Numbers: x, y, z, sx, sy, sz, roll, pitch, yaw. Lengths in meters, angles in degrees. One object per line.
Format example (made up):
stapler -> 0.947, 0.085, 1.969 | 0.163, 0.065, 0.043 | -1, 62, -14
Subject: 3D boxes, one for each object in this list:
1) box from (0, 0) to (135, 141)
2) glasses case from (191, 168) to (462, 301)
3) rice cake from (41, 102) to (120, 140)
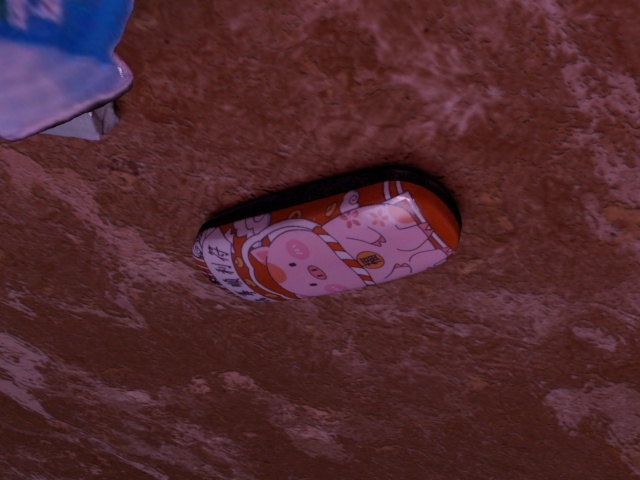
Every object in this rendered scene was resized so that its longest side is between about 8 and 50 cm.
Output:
box -> -0.212, -0.217, 0.534 | 0.291, 0.206, 0.262 | 10, 142, 0
glasses case -> 0.000, 0.000, 0.949 | 0.266, 0.067, 0.103 | -15, 133, 35
rice cake -> -0.292, -0.138, 0.890 | 0.237, 0.043, 0.127 | 8, 143, 11
